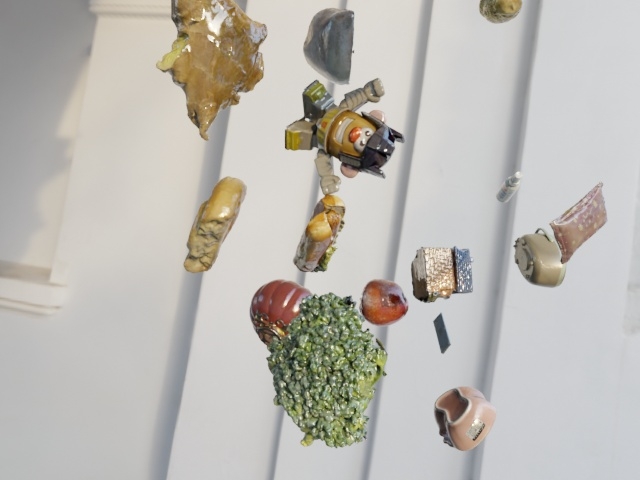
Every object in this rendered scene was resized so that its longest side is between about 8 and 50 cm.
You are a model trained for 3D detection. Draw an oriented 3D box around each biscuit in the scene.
[{"bbox_3d":[-0.262,-0.049,1.249,0.091,0.213,0.274,23,-48,-8],"label":"biscuit"}]

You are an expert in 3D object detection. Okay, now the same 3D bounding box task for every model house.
[{"bbox_3d":[0.382,0.105,1.547,0.172,0.167,0.183,-4,-10,-4],"label":"model house"}]

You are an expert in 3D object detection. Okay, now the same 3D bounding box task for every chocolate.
[{"bbox_3d":[0.017,-0.525,1.347,0.100,0.185,0.303,-2,25,-15],"label":"chocolate"}]

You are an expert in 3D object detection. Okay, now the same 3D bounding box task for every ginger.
[{"bbox_3d":[-0.206,-0.331,0.966,0.218,0.271,0.123,0,16,-38],"label":"ginger"}]

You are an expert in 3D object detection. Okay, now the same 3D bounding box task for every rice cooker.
[{"bbox_3d":[0.689,0.056,1.571,0.127,0.145,0.206,-1,38,-5],"label":"rice cooker"}]

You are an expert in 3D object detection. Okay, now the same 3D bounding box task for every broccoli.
[{"bbox_3d":[0.018,0.263,1.000,0.247,0.288,0.246,14,-36,29],"label":"broccoli"}]

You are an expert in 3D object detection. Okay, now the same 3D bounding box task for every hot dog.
[{"bbox_3d":[0.000,0.000,1.325,0.100,0.135,0.337,24,-27,-1],"label":"hot dog"}]

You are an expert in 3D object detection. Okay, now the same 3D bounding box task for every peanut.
[{"bbox_3d":[0.490,-0.646,1.360,0.103,0.098,0.229,-7,25,15],"label":"peanut"}]

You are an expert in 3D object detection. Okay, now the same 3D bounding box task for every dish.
[{"bbox_3d":[0.435,0.543,1.580,0.090,0.213,0.213,48,-19,-19],"label":"dish"}]

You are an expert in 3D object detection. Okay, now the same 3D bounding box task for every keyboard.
[{"bbox_3d":[0.456,0.346,1.884,0.014,0.055,0.176,22,30,-12],"label":"keyboard"}]

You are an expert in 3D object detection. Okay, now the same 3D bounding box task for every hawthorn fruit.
[{"bbox_3d":[0.220,0.219,1.746,0.172,0.173,0.173,9,-3,1],"label":"hawthorn fruit"}]

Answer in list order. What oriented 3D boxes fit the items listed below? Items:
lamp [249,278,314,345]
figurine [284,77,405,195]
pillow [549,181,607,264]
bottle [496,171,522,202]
[{"bbox_3d":[-0.133,0.293,1.942,0.302,0.303,0.257,7,38,27],"label":"lamp"},{"bbox_3d":[0.067,-0.263,1.248,0.308,0.309,0.143,7,19,27],"label":"figurine"},{"bbox_3d":[0.556,-0.036,1.063,0.185,0.118,0.043,-35,30,-19],"label":"pillow"},{"bbox_3d":[0.731,-0.208,1.927,0.060,0.060,0.217,9,-15,6],"label":"bottle"}]
